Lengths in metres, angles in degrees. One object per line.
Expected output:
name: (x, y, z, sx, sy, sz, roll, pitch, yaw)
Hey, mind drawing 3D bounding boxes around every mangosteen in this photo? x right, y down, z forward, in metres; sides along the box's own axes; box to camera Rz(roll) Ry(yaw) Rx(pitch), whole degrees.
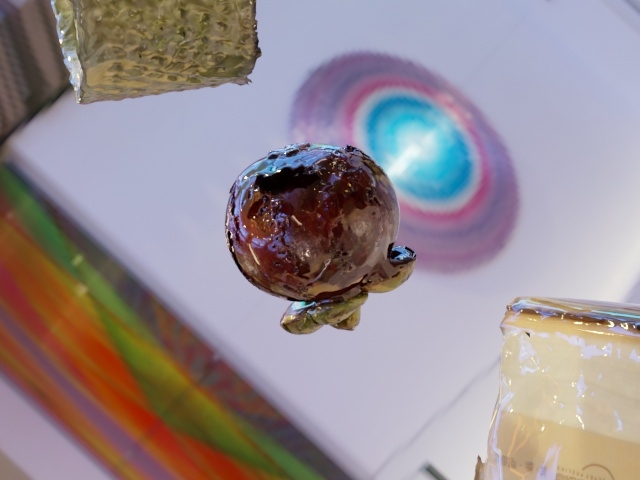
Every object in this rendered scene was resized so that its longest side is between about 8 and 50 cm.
mangosteen: (0.000, 0.000, 1.429, 0.166, 0.180, 0.166, -22, 17, 7)

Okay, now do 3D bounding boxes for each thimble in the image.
thimble: (-0.152, -0.251, 1.331, 0.150, 0.271, 0.271, -10, -10, -12)

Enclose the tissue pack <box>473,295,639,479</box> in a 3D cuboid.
tissue pack: (0.245, 0.152, 0.788, 0.238, 0.238, 0.305, -47, 24, -20)
